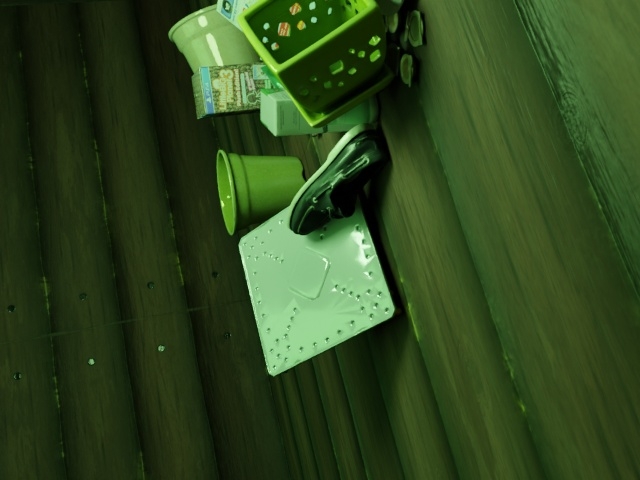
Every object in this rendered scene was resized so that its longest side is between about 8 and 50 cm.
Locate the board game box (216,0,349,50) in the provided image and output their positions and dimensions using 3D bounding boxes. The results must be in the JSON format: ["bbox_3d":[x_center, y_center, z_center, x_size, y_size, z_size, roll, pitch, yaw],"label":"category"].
[{"bbox_3d":[-0.086,-0.576,1.515,0.302,0.086,0.308,40,149,6],"label":"board game box"}]

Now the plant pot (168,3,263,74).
[{"bbox_3d":[-0.326,-0.631,2.318,0.334,0.333,0.306,173,76,-74],"label":"plant pot"}]

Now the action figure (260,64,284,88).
[{"bbox_3d":[-0.066,-0.430,1.829,0.232,0.137,0.063,65,-178,19],"label":"action figure"}]

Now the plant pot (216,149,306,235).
[{"bbox_3d":[-0.186,-0.169,2.115,0.276,0.253,0.276,172,90,-74],"label":"plant pot"}]

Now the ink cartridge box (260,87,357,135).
[{"bbox_3d":[-0.027,-0.314,1.568,0.153,0.208,0.087,-131,38,-60],"label":"ink cartridge box"}]

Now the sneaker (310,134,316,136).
[{"bbox_3d":[-0.029,-0.349,1.863,0.057,0.047,0.120,98,161,-76],"label":"sneaker"}]

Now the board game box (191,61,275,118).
[{"bbox_3d":[-0.250,-0.481,2.096,0.232,0.290,0.141,-159,62,-71],"label":"board game box"}]

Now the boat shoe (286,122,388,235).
[{"bbox_3d":[0.042,-0.107,1.496,0.340,0.127,0.113,-49,65,30],"label":"boat shoe"}]

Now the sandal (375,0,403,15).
[{"bbox_3d":[0.102,-0.543,1.221,0.265,0.076,0.102,62,143,15],"label":"sandal"}]

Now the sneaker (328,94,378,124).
[{"bbox_3d":[0.025,-0.367,1.457,0.094,0.151,0.256,106,152,-60],"label":"sneaker"}]

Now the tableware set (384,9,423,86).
[{"bbox_3d":[0.154,-0.373,1.244,0.169,0.020,0.141,-124,30,-57],"label":"tableware set"}]

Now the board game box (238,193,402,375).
[{"bbox_3d":[-0.016,0.085,1.616,0.389,0.050,0.390,-32,61,29],"label":"board game box"}]

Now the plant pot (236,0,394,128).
[{"bbox_3d":[0.004,-0.373,1.287,0.228,0.227,0.207,59,-178,39],"label":"plant pot"}]
